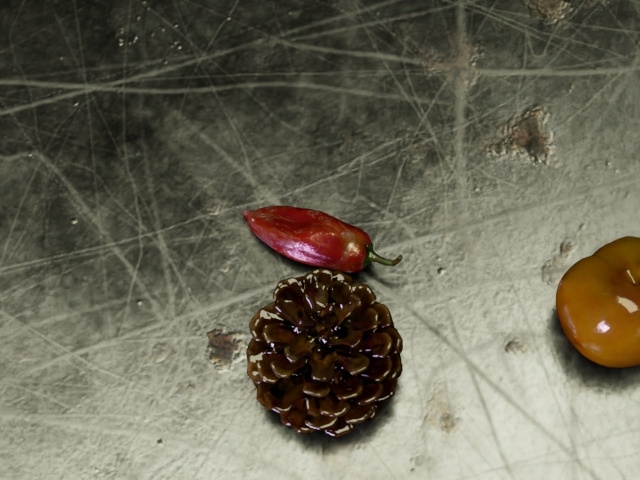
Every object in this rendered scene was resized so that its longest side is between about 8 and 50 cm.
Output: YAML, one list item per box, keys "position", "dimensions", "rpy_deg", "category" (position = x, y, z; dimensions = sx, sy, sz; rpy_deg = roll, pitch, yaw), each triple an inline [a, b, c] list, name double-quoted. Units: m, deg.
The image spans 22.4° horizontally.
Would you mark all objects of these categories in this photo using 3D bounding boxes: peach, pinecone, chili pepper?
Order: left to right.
- position: [0.000, 0.001, 1.722]
  dimensions: [0.191, 0.050, 0.059]
  rpy_deg: [19, 75, 22]
  category: "chili pepper"
- position: [0.001, 0.103, 1.624]
  dimensions: [0.163, 0.165, 0.163]
  rpy_deg: [-3, 61, 5]
  category: "pinecone"
- position: [0.312, 0.063, 1.643]
  dimensions: [0.138, 0.138, 0.138]
  rpy_deg: [-1, 70, 3]
  category: "peach"
